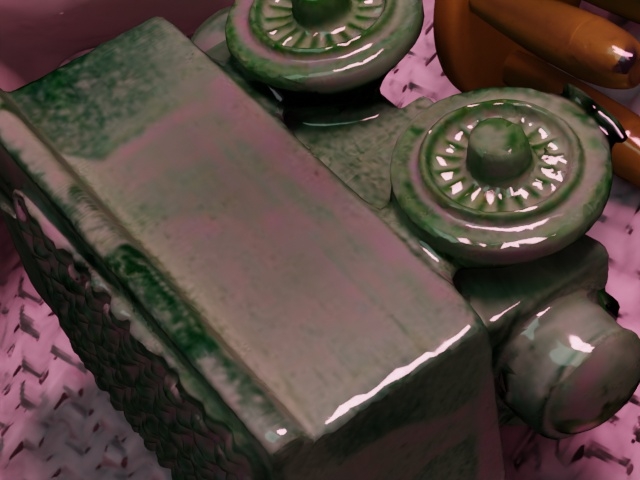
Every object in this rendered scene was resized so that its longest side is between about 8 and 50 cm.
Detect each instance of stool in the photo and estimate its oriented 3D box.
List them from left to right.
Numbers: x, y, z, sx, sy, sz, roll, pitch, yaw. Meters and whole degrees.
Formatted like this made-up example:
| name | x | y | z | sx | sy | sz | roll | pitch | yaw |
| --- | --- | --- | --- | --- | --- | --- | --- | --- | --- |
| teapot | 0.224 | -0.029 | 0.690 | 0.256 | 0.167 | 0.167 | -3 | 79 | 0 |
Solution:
| name | x | y | z | sx | sy | sz | roll | pitch | yaw |
| --- | --- | --- | --- | --- | --- | --- | --- | --- | --- |
| stool | 0.123 | -0.099 | 0.750 | 0.110 | 0.135 | 0.134 | 29 | 119 | 34 |

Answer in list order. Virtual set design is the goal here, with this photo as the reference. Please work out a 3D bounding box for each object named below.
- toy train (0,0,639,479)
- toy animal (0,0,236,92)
| name | x | y | z | sx | sy | sz | roll | pitch | yaw |
| --- | --- | --- | --- | --- | --- | --- | --- | --- | --- |
| toy train | 0.000 | 0.000 | 0.699 | 0.202 | 0.145 | 0.266 | -32 | 52 | -17 |
| toy animal | -0.172 | -0.087 | 0.842 | 0.367 | 0.241 | 0.196 | -44 | 41 | 13 |
